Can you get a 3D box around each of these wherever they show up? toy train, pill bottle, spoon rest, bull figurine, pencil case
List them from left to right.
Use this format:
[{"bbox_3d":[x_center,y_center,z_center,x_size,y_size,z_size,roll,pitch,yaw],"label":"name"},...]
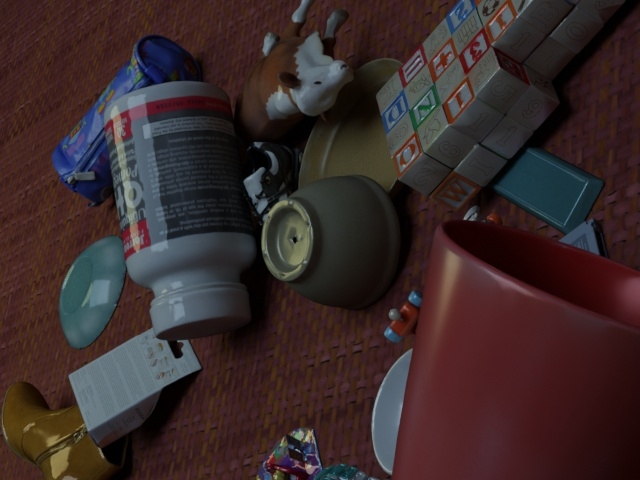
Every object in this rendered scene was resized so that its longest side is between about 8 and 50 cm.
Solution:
[{"bbox_3d":[-0.319,-0.190,2.364,0.306,0.119,0.133,-46,8,32],"label":"pencil case"},{"bbox_3d":[-0.180,-0.036,1.956,0.176,0.176,0.319,-26,70,47],"label":"pill bottle"},{"bbox_3d":[-0.035,-0.218,1.926,0.310,0.101,0.188,-28,37,64],"label":"bull figurine"},{"bbox_3d":[0.137,0.140,1.498,0.276,0.084,0.137,-42,39,35],"label":"spoon rest"},{"bbox_3d":[0.141,0.045,1.540,0.046,0.125,0.166,40,103,20],"label":"toy train"}]

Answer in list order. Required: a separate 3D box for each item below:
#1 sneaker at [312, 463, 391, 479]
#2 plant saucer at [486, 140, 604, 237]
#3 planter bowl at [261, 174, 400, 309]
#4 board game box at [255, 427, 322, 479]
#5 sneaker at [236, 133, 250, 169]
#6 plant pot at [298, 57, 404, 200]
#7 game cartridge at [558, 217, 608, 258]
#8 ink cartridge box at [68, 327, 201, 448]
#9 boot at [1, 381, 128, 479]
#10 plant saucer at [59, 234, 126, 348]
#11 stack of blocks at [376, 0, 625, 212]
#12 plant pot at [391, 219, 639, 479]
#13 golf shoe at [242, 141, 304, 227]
[{"bbox_3d":[0.067,0.290,1.541,0.166,0.076,0.065,17,46,40],"label":"sneaker"},{"bbox_3d":[0.225,-0.064,1.556,0.067,0.018,0.192,-63,32,7],"label":"plant saucer"},{"bbox_3d":[0.000,0.000,1.727,0.162,0.109,0.162,-4,85,50],"label":"planter bowl"},{"bbox_3d":[-0.050,0.300,1.731,0.133,0.033,0.169,-48,36,29],"label":"board game box"},{"bbox_3d":[-0.186,-0.083,2.124,0.225,0.092,0.088,-61,32,12],"label":"sneaker"},{"bbox_3d":[0.055,-0.112,1.832,0.236,0.032,0.236,-36,43,42],"label":"plant pot"},{"bbox_3d":[0.258,0.025,1.450,0.056,0.017,0.083,-37,42,35],"label":"game cartridge"},{"bbox_3d":[-0.257,0.197,2.072,0.179,0.045,0.145,-28,35,-5],"label":"ink cartridge box"},{"bbox_3d":[-0.370,0.274,2.189,0.211,0.104,0.295,-45,43,24],"label":"boot"},{"bbox_3d":[-0.378,0.077,2.370,0.195,0.037,0.195,-34,45,43],"label":"plant saucer"},{"bbox_3d":[0.195,-0.196,1.593,0.297,0.087,0.171,-48,29,26],"label":"stack of blocks"},{"bbox_3d":[0.189,0.141,1.274,0.275,0.274,0.243,40,115,58],"label":"plant pot"},{"bbox_3d":[-0.065,-0.041,1.913,0.077,0.094,0.198,-37,44,38],"label":"golf shoe"}]
